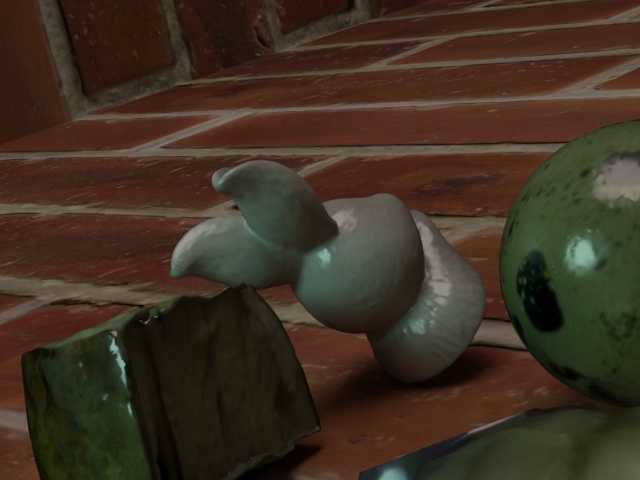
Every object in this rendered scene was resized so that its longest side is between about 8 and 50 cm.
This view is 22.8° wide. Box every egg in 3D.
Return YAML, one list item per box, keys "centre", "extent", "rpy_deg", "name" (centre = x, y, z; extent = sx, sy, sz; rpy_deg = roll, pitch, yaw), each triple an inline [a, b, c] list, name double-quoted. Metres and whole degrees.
- centre: [0.216, 0.013, 0.979]
  extent: [0.228, 0.177, 0.177]
  rpy_deg: [-7, 8, -36]
  name: "egg"

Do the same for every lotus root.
- centre: [-0.099, 0.104, 0.963]
  extent: [0.138, 0.119, 0.235]
  rpy_deg: [-22, -3, 18]
  name: "lotus root"

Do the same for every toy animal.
- centre: [0.001, 0.002, 1.108]
  extent: [0.103, 0.220, 0.131]
  rpy_deg: [-41, 29, 32]
  name: "toy animal"

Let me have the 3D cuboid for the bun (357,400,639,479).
- centre: [0.089, 0.137, 0.531]
  extent: [0.272, 0.168, 0.273]
  rpy_deg: [-23, -8, -3]
  name: "bun"
